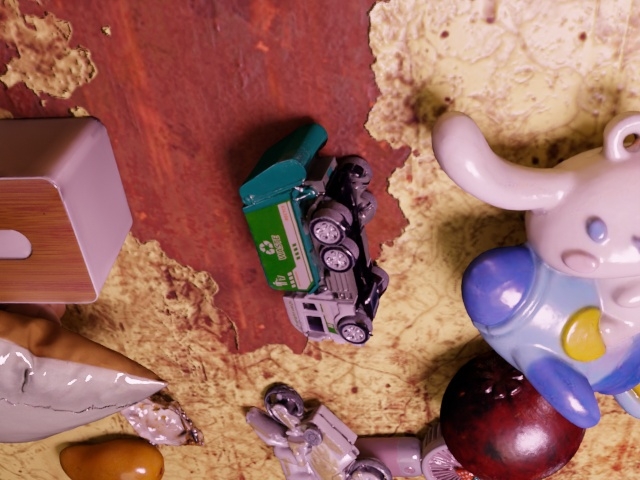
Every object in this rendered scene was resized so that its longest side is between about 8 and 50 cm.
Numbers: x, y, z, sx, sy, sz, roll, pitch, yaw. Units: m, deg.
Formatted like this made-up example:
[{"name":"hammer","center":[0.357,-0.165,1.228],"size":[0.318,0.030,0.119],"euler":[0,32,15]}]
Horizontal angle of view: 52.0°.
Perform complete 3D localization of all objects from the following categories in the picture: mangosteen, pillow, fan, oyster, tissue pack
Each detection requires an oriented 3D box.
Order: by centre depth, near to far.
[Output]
[{"name":"tissue pack","center":[-0.354,-0.035,0.714],"size":[0.246,0.136,0.159],"euler":[-1,127,6]},{"name":"pillow","center":[-0.388,0.162,0.770],"size":[0.310,0.119,0.312],"euler":[-28,137,36]},{"name":"mangosteen","center":[0.247,0.232,0.836],"size":[0.199,0.200,0.200],"euler":[3,127,4]},{"name":"fan","center":[0.159,0.324,0.974],"size":[0.244,0.074,0.130],"euler":[-7,126,16]},{"name":"oyster","center":[-0.235,0.264,0.980],"size":[0.103,0.051,0.148],"euler":[-26,112,36]}]

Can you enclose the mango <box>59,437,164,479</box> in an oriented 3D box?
[{"name":"mango","center":[-0.336,0.365,1.048],"size":[0.184,0.085,0.102],"euler":[-7,126,18]}]

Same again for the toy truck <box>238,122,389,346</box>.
[{"name":"toy truck","center":[0.000,0.000,0.724],"size":[0.124,0.114,0.253],"euler":[3,129,20]}]

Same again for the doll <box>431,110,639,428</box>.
[{"name":"doll","center":[0.287,0.047,0.679],"size":[0.376,0.187,0.366],"euler":[14,122,18]}]

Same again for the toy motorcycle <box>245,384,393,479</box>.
[{"name":"toy motorcycle","center":[-0.010,0.312,0.962],"size":[0.228,0.074,0.151],"euler":[37,123,2]}]

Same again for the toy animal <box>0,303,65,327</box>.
[{"name":"toy animal","center":[-0.373,0.107,0.857],"size":[0.083,0.089,0.150],"euler":[-14,144,-16]}]
